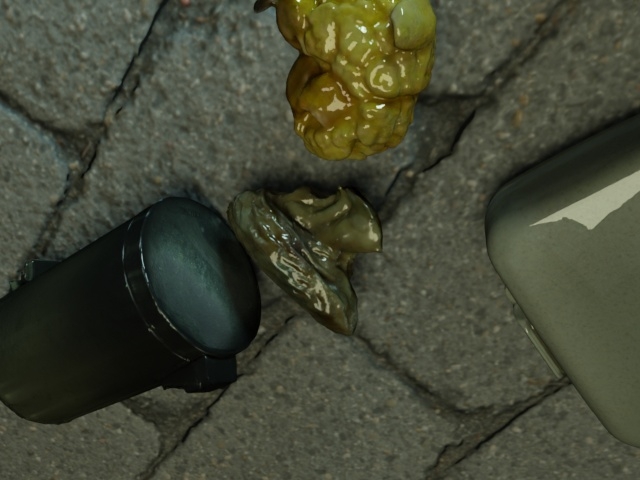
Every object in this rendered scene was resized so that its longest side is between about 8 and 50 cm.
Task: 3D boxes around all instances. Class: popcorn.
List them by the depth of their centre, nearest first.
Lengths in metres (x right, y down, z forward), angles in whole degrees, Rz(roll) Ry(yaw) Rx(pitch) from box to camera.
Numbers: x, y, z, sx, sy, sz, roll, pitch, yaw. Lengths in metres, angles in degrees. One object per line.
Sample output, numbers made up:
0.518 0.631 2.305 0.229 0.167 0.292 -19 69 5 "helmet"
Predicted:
0.044 -0.178 0.665 0.164 0.140 0.194 -5 109 25 "popcorn"

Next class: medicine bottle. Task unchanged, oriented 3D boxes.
0.362 0.059 0.736 0.282 0.123 0.375 -29 111 27 "medicine bottle"

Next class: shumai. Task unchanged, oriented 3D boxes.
0.000 0.000 0.785 0.153 0.161 0.209 -44 81 8 "shumai"

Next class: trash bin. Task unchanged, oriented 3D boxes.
-0.252 0.099 0.846 0.302 0.203 0.251 -25 72 25 "trash bin"
